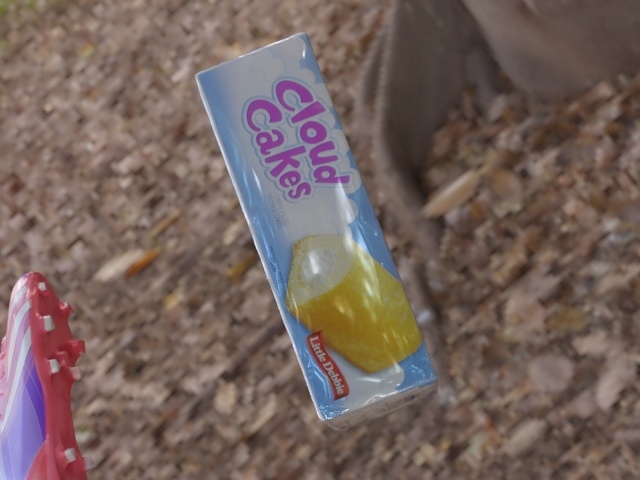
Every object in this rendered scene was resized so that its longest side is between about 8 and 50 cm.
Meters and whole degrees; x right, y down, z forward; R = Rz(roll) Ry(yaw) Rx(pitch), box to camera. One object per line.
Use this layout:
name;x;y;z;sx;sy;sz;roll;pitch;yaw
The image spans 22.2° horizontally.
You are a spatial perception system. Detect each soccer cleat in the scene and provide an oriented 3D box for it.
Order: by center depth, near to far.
soccer cleat;-0.252;0.141;1.403;0.095;0.083;0.248;-20;61;11

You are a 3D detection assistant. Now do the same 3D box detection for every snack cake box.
snack cake box;0.000;0.000;1.192;0.089;0.264;0.152;-21;-10;1
